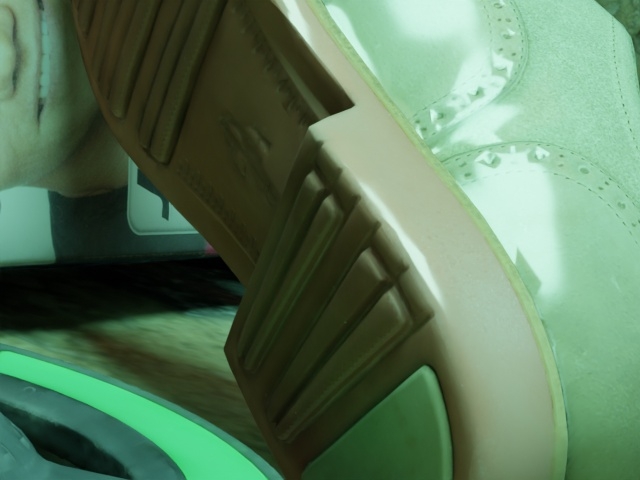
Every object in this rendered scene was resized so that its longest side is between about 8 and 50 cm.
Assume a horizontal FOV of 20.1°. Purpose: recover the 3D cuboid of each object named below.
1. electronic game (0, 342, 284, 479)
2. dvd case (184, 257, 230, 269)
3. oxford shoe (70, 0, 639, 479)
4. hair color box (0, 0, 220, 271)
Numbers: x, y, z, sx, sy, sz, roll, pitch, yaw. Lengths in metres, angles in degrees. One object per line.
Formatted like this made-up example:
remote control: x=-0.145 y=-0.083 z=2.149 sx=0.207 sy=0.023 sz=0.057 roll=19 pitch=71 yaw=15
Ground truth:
electronic game: x=-0.114 y=0.055 z=0.450 sx=0.229 sy=0.048 sz=0.229 roll=13 pitch=9 yaw=-2
dvd case: x=0.000 y=0.000 z=1.030 sx=0.253 sy=0.022 sz=0.180 roll=11 pitch=10 yaw=-15
oxford shoe: x=0.014 y=-0.068 z=0.619 sx=0.146 sy=0.140 sz=0.397 roll=-7 pitch=59 yaw=-28
hair color box: x=-0.146 y=-0.073 z=0.721 sx=0.105 sy=0.174 sz=0.347 roll=-1 pitch=1 yaw=31
